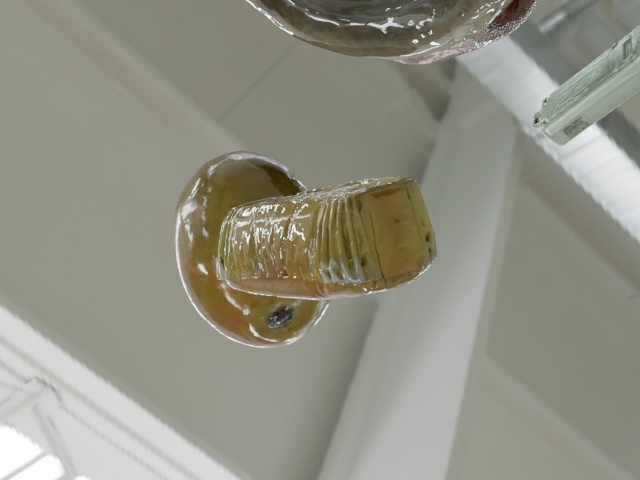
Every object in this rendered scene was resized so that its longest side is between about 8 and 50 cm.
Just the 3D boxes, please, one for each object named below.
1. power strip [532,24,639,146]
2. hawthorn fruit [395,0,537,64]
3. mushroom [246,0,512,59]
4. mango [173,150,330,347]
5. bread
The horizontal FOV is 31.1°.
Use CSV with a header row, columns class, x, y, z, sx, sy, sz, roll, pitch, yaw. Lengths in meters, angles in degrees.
class,x,y,z,sx,sy,sz,roll,pitch,yaw
power strip,0.502,-0.280,1.964,0.058,0.338,0.098,34,-137,-20
hawthorn fruit,0.213,-0.499,2.032,0.402,0.402,0.403,25,-130,-33
mushroom,0.041,-0.333,1.013,0.362,0.362,0.294,51,-150,-8
mango,-0.102,-0.001,1.777,0.446,0.232,0.300,-109,-5,-72
bread,0.000,0.000,1.314,0.152,0.288,0.119,-13,-85,-36
